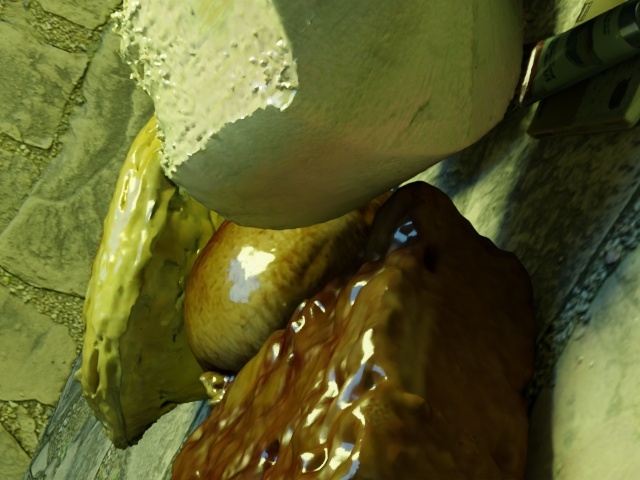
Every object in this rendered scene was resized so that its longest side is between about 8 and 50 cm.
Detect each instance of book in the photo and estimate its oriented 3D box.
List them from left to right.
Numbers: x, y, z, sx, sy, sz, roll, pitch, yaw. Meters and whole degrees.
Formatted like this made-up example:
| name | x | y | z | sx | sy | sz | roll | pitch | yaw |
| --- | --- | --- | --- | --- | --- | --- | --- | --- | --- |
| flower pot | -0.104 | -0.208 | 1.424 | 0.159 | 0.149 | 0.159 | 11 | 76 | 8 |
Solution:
| name | x | y | z | sx | sy | sz | roll | pitch | yaw |
| --- | --- | --- | --- | --- | --- | --- | --- | --- | --- |
| book | 0.235 | -0.149 | 1.309 | 0.138 | 0.016 | 0.199 | -65 | 14 | -6 |

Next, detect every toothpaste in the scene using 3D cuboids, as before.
| name | x | y | z | sx | sy | sz | roll | pitch | yaw |
| --- | --- | --- | --- | --- | --- | --- | --- | --- | --- |
| toothpaste | 0.213 | -0.152 | 1.285 | 0.239 | 0.039 | 0.062 | 161 | 127 | -74 |

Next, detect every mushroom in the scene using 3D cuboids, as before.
| name | x | y | z | sx | sy | sz | roll | pitch | yaw |
| --- | --- | --- | --- | --- | --- | --- | --- | --- | --- |
| mushroom | -0.029 | 0.061 | 1.515 | 0.263 | 0.195 | 0.283 | 116 | 170 | -58 |

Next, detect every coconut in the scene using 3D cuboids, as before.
| name | x | y | z | sx | sy | sz | roll | pitch | yaw |
| --- | --- | --- | --- | --- | --- | --- | --- | --- | --- |
| coconut | 0.006 | -0.177 | 1.228 | 0.309 | 0.297 | 0.297 | -37 | 29 | 52 |

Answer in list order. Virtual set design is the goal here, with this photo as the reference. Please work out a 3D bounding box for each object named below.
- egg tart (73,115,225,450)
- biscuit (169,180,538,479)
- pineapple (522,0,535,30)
| name | x | y | z | sx | sy | sz | roll | pitch | yaw |
| --- | --- | --- | --- | --- | --- | --- | --- | --- | --- |
| egg tart | -0.147 | 0.043 | 1.904 | 0.443 | 0.178 | 0.443 | 13 | -90 | -85 |
| biscuit | 0.006 | 0.193 | 1.211 | 0.395 | 0.166 | 0.342 | -51 | 17 | 37 |
| pineapple | 0.128 | -0.251 | 1.556 | 0.357 | 0.223 | 0.223 | -49 | 7 | -23 |
